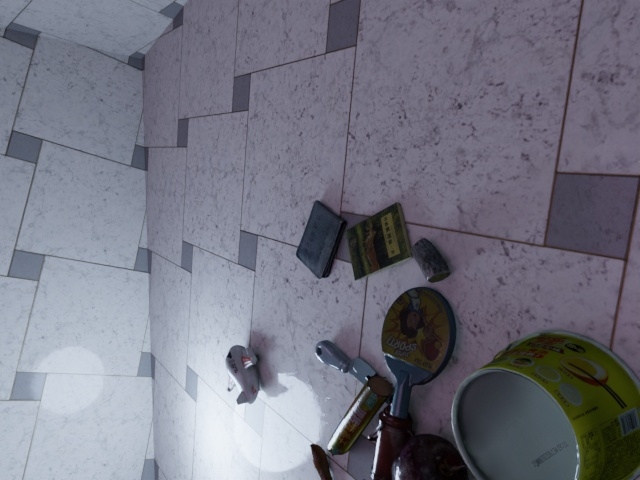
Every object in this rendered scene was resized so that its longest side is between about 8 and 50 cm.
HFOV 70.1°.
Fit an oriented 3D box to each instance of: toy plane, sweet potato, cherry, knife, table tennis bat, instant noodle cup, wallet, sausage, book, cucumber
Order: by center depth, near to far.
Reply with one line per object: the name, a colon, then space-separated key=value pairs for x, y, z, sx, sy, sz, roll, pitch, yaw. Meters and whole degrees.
instant noodle cup: x=0.399 y=0.327 z=0.835 sx=0.311 sy=0.221 sz=0.312 roll=-1 pitch=89 yaw=52
cherry: x=0.256 y=0.560 z=1.063 sx=0.195 sy=0.195 sz=0.195 roll=1 pitch=91 yaw=52
cucumber: x=0.269 y=0.048 z=1.126 sx=0.064 sy=0.064 sz=0.112 roll=-52 pitch=49 yaw=39
table tennis bat: x=0.232 y=0.278 z=1.145 sx=0.215 sy=0.044 sz=0.330 roll=11 pitch=86 yaw=49
book: x=0.159 y=0.008 z=1.297 sx=0.228 sy=0.024 sz=0.161 roll=-30 pitch=65 yaw=49
sausage: x=0.098 y=0.527 z=1.328 sx=0.082 sy=0.082 sz=0.372 roll=53 pitch=134 yaw=37
knife: x=0.104 y=0.384 z=1.368 sx=0.331 sy=0.044 sz=0.080 roll=22 pitch=105 yaw=44
sweet potato: x=0.014 y=0.766 z=1.479 sx=0.050 sy=0.050 sz=0.215 roll=-32 pitch=72 yaw=48
wallet: x=-0.002 y=0.000 z=1.493 sx=0.167 sy=0.036 sz=0.222 roll=43 pitch=122 yaw=43
toy plane: x=-0.316 y=0.539 z=1.844 sx=0.252 sy=0.118 sz=0.253 roll=-5 pitch=84 yaw=52

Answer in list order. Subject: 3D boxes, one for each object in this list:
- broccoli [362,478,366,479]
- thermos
broccoli: x=0.180 y=0.688 z=1.153 sx=0.204 sy=0.118 sz=0.122 roll=34 pitch=158 yaw=9
thermos: x=0.194 y=0.521 z=1.199 sx=0.124 sy=0.098 sz=0.232 roll=22 pitch=108 yaw=54
